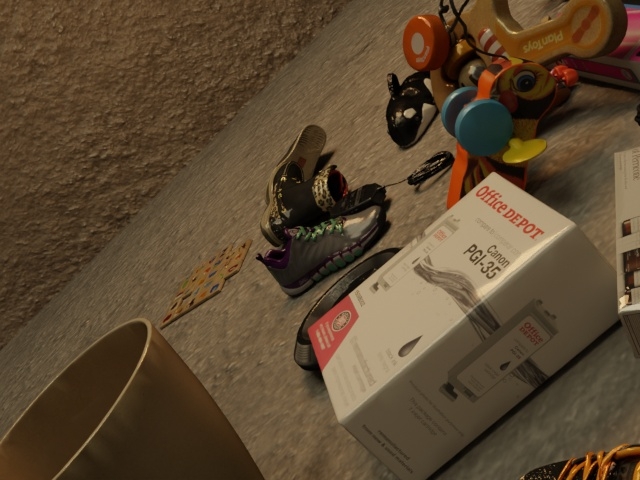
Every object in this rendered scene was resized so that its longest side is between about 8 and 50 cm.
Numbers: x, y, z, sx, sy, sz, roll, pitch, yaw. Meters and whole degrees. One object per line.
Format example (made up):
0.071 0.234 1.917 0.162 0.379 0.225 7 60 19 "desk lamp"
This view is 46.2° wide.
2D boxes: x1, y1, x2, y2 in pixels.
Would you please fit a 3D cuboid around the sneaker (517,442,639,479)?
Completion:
0.211 0.173 0.509 0.215 0.083 0.084 -20 32 50 "sneaker"

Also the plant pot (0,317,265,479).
-0.165 0.262 0.763 0.256 0.274 0.256 -38 21 17 "plant pot"

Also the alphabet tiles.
-0.249 0.084 1.671 0.237 0.009 0.198 -31 23 29 "alphabet tiles"

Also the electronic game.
0.052 0.090 1.024 0.229 0.048 0.229 -39 12 10 "electronic game"

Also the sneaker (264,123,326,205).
-0.061 -0.153 1.713 0.222 0.083 0.118 -58 5 -19 "sneaker"

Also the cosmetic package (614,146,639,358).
0.319 -0.008 0.667 0.099 0.060 0.239 -13 33 29 "cosmetic package"

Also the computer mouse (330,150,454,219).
0.120 -0.082 1.268 0.242 0.041 0.071 -25 25 27 "computer mouse"

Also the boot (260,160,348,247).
-0.022 -0.104 1.505 0.179 0.085 0.236 -29 31 31 "boot"

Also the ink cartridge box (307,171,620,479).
0.140 0.079 0.776 0.283 0.117 0.207 -42 20 6 "ink cartridge box"

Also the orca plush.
0.184 -0.304 1.481 0.151 0.102 0.287 -15 35 53 "orca plush"

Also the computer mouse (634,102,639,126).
0.447 -0.189 0.724 0.262 0.060 0.184 -30 15 2 "computer mouse"

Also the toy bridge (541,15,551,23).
0.454 -0.395 1.260 0.188 0.026 0.063 -27 27 35 "toy bridge"

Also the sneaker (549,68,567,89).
0.322 -0.214 1.133 0.119 0.047 0.057 -22 40 48 "sneaker"

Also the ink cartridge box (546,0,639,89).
0.425 -0.311 1.067 0.176 0.069 0.371 -43 22 3 "ink cartridge box"

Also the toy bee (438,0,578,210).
0.239 -0.159 0.938 0.162 0.298 0.195 -6 45 -2 "toy bee"

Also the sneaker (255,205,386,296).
0.000 0.000 1.229 0.224 0.098 0.083 -38 21 17 "sneaker"

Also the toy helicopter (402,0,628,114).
0.275 -0.241 1.053 0.140 0.234 0.355 -12 2 -29 "toy helicopter"
